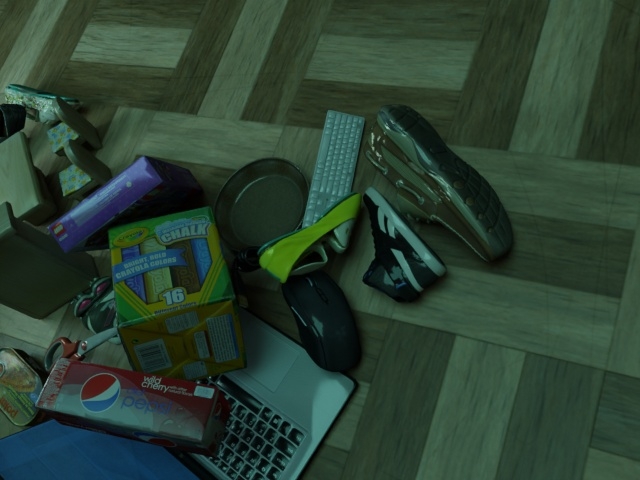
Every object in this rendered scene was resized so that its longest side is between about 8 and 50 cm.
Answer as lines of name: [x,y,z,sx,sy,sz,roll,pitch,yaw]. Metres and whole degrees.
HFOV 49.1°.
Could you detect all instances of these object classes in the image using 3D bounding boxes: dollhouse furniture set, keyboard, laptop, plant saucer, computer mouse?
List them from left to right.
dollhouse furniture set: [-0.632,-0.073,1.409,0.362,0.256,0.394,-32,59,6]
laptop: [-0.229,0.274,1.092,0.382,0.236,0.408,29,80,30]
plant saucer: [-0.106,-0.061,1.312,0.198,0.036,0.199,-9,63,18]
computer mouse: [-0.042,0.097,1.145,0.184,0.060,0.262,-8,57,-22]
keyboard: [0.024,-0.121,1.279,0.072,0.014,0.256,14,69,-7]

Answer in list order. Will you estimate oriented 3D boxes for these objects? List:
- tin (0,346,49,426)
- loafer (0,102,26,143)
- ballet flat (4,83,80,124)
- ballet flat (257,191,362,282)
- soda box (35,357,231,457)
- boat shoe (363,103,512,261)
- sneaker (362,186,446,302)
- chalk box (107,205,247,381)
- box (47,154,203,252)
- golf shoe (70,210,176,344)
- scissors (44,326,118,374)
tin: [-0.578,0.280,1.341,0.189,0.040,0.106,31,88,33]
loafer: [-0.726,-0.232,1.609,0.062,0.061,0.170,11,97,29]
ballet flat: [-0.651,-0.313,1.643,0.241,0.091,0.077,18,105,33]
ballet flat: [0.000,0.000,1.169,0.231,0.077,0.077,-32,73,-30]
soda box: [-0.272,0.246,1.035,0.263,0.092,0.083,9,61,12]
boat shoe: [0.190,-0.084,1.167,0.324,0.123,0.116,55,127,23]
sneaker: [0.101,0.012,1.167,0.121,0.079,0.217,-44,51,10]
chalk box: [-0.241,0.072,1.167,0.179,0.180,0.289,-12,45,-9]
box: [-0.338,-0.061,1.268,0.201,0.293,0.057,-36,89,3]
golf shoe: [-0.339,0.070,1.329,0.120,0.105,0.273,39,86,10]
scissors: [-0.434,0.187,1.264,0.297,0.021,0.109,-45,57,36]
